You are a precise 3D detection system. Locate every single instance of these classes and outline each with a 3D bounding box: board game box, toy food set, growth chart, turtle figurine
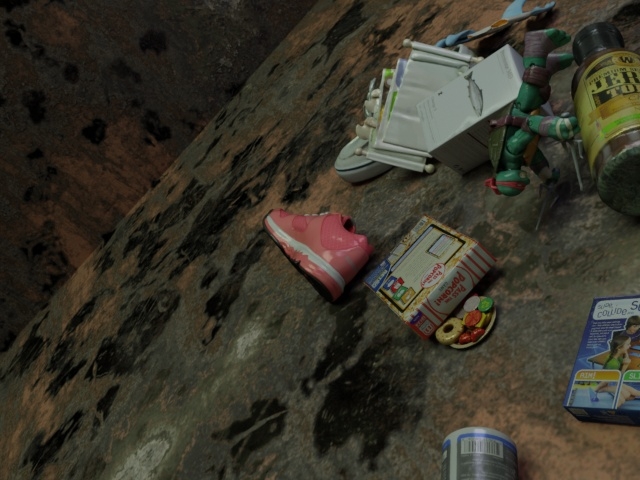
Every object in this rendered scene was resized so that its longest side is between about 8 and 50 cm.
[{"bbox_3d":[0.342,0.111,0.677,0.201,0.035,0.136,-11,44,52],"label":"board game box"},{"bbox_3d":[0.194,0.105,0.937,0.083,0.020,0.082,0,53,58],"label":"toy food set"},{"bbox_3d":[0.151,0.046,1.033,0.146,0.045,0.193,-48,19,2],"label":"board game box"},{"bbox_3d":[0.165,-0.238,1.264,0.237,0.172,0.021,-68,-16,10],"label":"growth chart"},{"bbox_3d":[0.275,-0.138,0.916,0.175,0.118,0.234,47,-127,-82],"label":"turtle figurine"}]

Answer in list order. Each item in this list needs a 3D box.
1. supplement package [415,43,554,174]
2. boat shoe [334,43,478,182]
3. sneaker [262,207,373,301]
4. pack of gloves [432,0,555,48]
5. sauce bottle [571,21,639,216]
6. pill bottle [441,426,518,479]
[{"bbox_3d":[0.259,-0.203,1.134,0.179,0.105,0.105,-31,52,32],"label":"supplement package"},{"bbox_3d":[0.140,-0.251,1.357,0.367,0.156,0.135,-29,31,34],"label":"boat shoe"},{"bbox_3d":[0.000,0.001,1.317,0.136,0.116,0.314,-40,32,-5],"label":"sneaker"},{"bbox_3d":[0.309,-0.406,1.318,0.195,0.046,0.232,-9,14,45],"label":"pack of gloves"},{"bbox_3d":[0.384,-0.177,0.925,0.111,0.111,0.344,-32,31,30],"label":"sauce bottle"},{"bbox_3d":[0.157,0.263,0.706,0.078,0.078,0.137,-30,31,34],"label":"pill bottle"}]
